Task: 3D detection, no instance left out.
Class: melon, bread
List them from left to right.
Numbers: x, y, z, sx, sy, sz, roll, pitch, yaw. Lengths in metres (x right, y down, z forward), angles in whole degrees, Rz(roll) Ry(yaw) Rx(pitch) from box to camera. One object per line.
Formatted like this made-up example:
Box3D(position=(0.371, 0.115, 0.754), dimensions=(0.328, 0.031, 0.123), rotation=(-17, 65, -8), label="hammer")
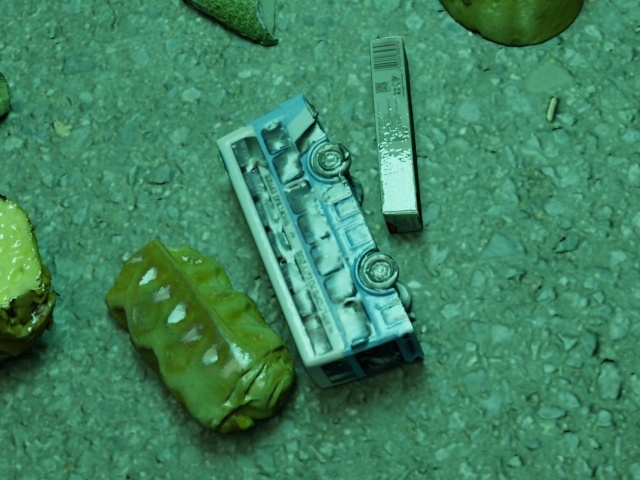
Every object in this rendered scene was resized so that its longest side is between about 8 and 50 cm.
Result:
Box3D(position=(-0.409, 0.069, 1.228), dimensions=(0.260, 0.147, 0.160), rotation=(-19, 57, -5), label="bread")
Box3D(position=(-0.124, 0.094, 1.199), dimensions=(0.128, 0.088, 0.232), rotation=(-36, 62, -14), label="bread")
Box3D(position=(-0.116, -0.318, 1.373), dimensions=(0.139, 0.093, 0.203), rotation=(-17, 95, 31), label="melon")

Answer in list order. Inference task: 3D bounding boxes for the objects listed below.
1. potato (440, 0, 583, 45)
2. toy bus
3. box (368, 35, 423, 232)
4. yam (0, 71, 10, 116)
Box3D(position=(0.207, -0.343, 1.280), dimensions=(0.178, 0.158, 0.203), rotation=(-17, 62, 2), label="potato")
Box3D(position=(0.000, 0.000, 1.203), dimensions=(0.131, 0.106, 0.297), rotation=(-23, 65, 2), label="toy bus")
Box3D(position=(0.082, -0.117, 1.260), dimensions=(0.039, 0.055, 0.218), rotation=(-7, 67, 8), label="box")
Box3D(position=(-0.498, -0.174, 1.383), dimensions=(0.252, 0.061, 0.061), rotation=(1, 68, 11), label="yam")
